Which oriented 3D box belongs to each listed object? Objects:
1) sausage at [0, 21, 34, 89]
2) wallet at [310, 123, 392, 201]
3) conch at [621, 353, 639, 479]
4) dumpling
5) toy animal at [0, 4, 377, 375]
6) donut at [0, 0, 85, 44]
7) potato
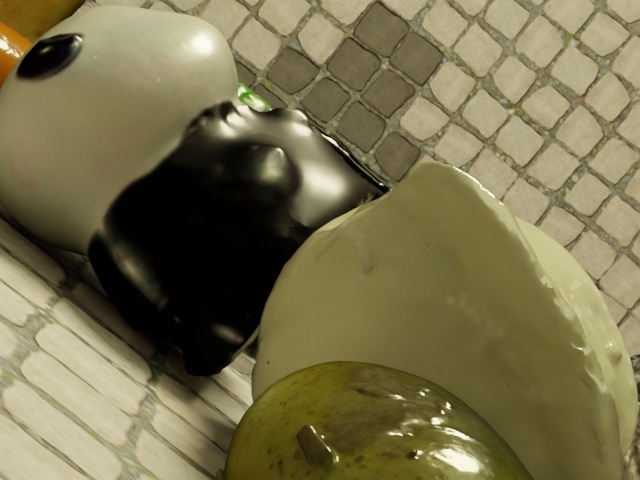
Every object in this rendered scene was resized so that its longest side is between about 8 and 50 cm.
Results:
[{"bbox_3d":[-0.266,-0.130,1.591,0.238,0.098,0.098,36,6,-38],"label":"sausage"},{"bbox_3d":[0.000,0.000,1.770,0.190,0.046,0.379,39,-18,-5],"label":"wallet"},{"bbox_3d":[0.284,0.217,1.977,0.313,0.186,0.241,64,2,-69],"label":"conch"},{"bbox_3d":[0.092,0.130,1.258,0.315,0.233,0.395,60,-22,19],"label":"dumpling"},{"bbox_3d":[-0.105,-0.048,1.394,0.267,0.212,0.212,46,6,7],"label":"toy animal"},{"bbox_3d":[-0.353,-0.267,1.954,0.112,0.151,0.295,15,7,-41],"label":"donut"},{"bbox_3d":[0.039,0.151,1.026,0.197,0.149,0.228,26,5,0],"label":"potato"}]
